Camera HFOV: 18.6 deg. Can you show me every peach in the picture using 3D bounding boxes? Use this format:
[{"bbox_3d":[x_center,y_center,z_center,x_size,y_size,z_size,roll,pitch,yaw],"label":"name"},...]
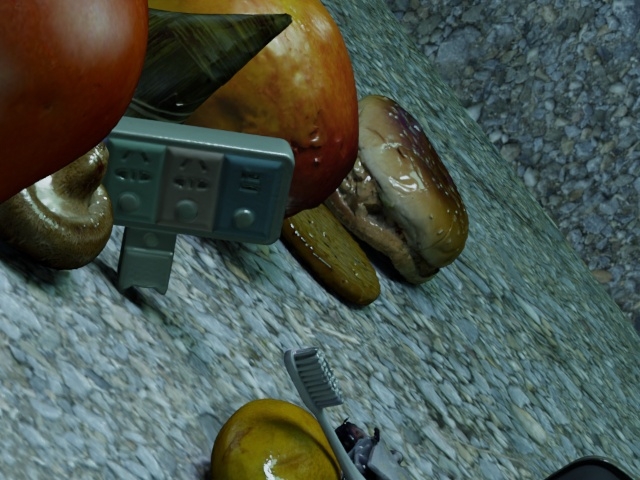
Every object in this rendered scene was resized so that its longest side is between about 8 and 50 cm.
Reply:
[{"bbox_3d":[-0.079,-0.147,1.950,0.281,0.238,0.281,50,-22,28],"label":"peach"}]

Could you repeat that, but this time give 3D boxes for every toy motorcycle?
[{"bbox_3d":[0.060,0.224,1.701,0.122,0.080,0.215,46,9,-9],"label":"toy motorcycle"}]

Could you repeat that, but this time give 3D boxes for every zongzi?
[{"bbox_3d":[-0.186,-0.209,1.776,0.247,0.241,0.111,49,14,2],"label":"zongzi"}]

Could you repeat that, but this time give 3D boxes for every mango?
[{"bbox_3d":[-0.038,0.181,1.504,0.115,0.089,0.165,59,17,2],"label":"mango"}]

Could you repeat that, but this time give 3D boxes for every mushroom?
[{"bbox_3d":[-0.215,-0.031,1.537,0.126,0.085,0.109,34,63,-39],"label":"mushroom"}]

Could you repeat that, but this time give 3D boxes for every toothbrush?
[{"bbox_3d":[0.053,0.224,1.535,0.354,0.029,0.024,65,32,-26],"label":"toothbrush"}]

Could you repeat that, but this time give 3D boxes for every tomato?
[{"bbox_3d":[-0.274,-0.167,1.240,0.321,0.321,0.321,45,14,-14],"label":"tomato"}]

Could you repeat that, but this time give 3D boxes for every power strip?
[{"bbox_3d":[-0.140,-0.030,1.643,0.216,0.145,0.061,9,22,-10],"label":"power strip"}]

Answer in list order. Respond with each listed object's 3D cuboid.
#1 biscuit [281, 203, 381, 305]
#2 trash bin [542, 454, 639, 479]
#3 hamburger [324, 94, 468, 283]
[{"bbox_3d":[-0.001,0.001,2.232,0.188,0.027,0.188,44,16,-16],"label":"biscuit"},{"bbox_3d":[0.252,0.330,1.806,0.209,0.182,0.290,50,19,2],"label":"trash bin"},{"bbox_3d":[0.094,-0.069,2.500,0.243,0.146,0.286,51,10,-22],"label":"hamburger"}]
